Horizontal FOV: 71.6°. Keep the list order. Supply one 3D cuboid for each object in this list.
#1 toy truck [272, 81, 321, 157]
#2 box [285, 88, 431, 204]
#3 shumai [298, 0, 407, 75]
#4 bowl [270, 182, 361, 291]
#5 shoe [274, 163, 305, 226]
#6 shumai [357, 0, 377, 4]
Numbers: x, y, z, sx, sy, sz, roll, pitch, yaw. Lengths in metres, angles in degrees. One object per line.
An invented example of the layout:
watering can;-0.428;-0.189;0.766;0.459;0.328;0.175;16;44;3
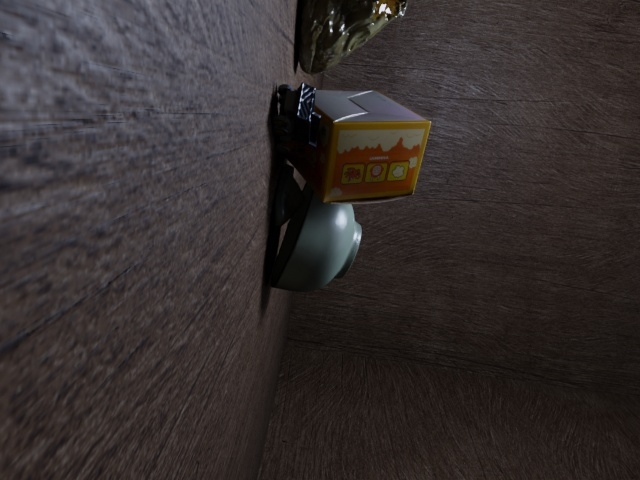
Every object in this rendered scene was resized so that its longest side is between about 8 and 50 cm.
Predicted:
toy truck;-0.048;-0.248;0.931;0.192;0.092;0.083;102;-4;-77
box;0.080;-0.249;1.137;0.283;0.260;0.213;-126;-146;-51
shumai;0.081;-0.567;1.120;0.267;0.263;0.314;-80;-179;-70
bowl;0.000;0.000;1.288;0.354;0.185;0.353;-159;-90;-80
shoe;-0.077;-0.121;1.173;0.079;0.078;0.195;100;-5;-53
shumai;0.056;-0.593;0.815;0.271;0.204;0.222;93;3;-48
